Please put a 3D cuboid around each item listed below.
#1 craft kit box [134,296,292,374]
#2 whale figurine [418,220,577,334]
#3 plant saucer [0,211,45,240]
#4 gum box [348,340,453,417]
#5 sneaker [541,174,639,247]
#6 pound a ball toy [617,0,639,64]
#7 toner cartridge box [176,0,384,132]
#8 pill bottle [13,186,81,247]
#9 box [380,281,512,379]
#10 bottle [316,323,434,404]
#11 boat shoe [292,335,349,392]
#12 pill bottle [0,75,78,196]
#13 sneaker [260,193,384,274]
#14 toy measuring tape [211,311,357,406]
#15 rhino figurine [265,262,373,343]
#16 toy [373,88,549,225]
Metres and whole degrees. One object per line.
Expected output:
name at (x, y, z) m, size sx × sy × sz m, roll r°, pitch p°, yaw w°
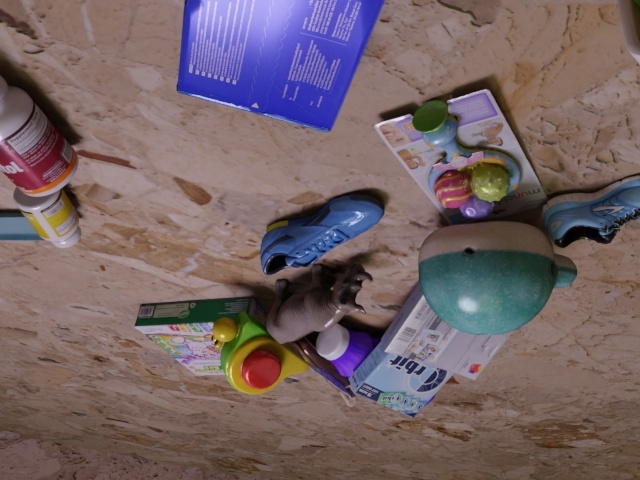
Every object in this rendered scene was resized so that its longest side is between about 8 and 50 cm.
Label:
craft kit box at (-0.199, 0.200, 1.261) m, size 0.250 × 0.061 × 0.246 m, roll -6°, pitch 147°, yaw 21°
whale figurine at (0.241, 0.070, 0.867) m, size 0.216 × 0.141 × 0.272 m, roll -5°, pitch 160°, yaw 26°
plant saucer at (-0.511, -0.024, 1.016) m, size 0.192 × 0.018 × 0.067 m, roll 1°, pitch 147°, yaw 13°
gum box at (0.168, 0.225, 1.143) m, size 0.157 × 0.041 × 0.184 m, roll 30°, pitch 107°, yaw -30°
sneaker at (0.360, -0.026, 0.770) m, size 0.162 × 0.073 × 0.063 m, roll -17°, pitch 140°, yaw 26°
pound a ball toy at (0.400, -0.158, 0.504) m, size 0.319 × 0.135 × 0.208 m, roll 30°, pitch 141°, yaw -31°
toner cartridge box at (-0.020, -0.245, 0.515) m, size 0.165 × 0.075 × 0.348 m, roll 15°, pitch 146°, yaw -9°
pill bottle at (-0.396, -0.039, 0.923) m, size 0.065 × 0.065 × 0.116 m, roll 5°, pitch 147°, yaw 5°
box at (0.218, 0.150, 1.052) m, size 0.186 × 0.038 × 0.145 m, roll 20°, pitch 117°, yaw -17°
bottle at (0.108, 0.246, 1.226) m, size 0.118 × 0.092 × 0.283 m, roll -29°, pitch 133°, yaw 32°
boat shoe at (0.014, 0.235, 1.262) m, size 0.073 × 0.073 × 0.207 m, roll -39°, pitch 140°, yaw 0°
pill bottle at (-0.371, -0.129, 0.760) m, size 0.086 × 0.086 × 0.152 m, roll -3°, pitch 145°, yaw 16°
sneaker at (0.000, 0.000, 0.885) m, size 0.209 × 0.082 × 0.069 m, roll -19°, pitch 137°, yaw 33°
toy measuring tape at (-0.075, 0.243, 1.127) m, size 0.121 × 0.121 × 0.330 m, roll -23°, pitch 129°, yaw 38°
rhino figurine at (-0.002, 0.100, 1.012) m, size 0.073 × 0.106 × 0.243 m, roll 31°, pitch 141°, yaw -32°
toy at (0.177, -0.073, 0.756) m, size 0.137 × 0.056 × 0.237 m, roll -13°, pitch 142°, yaw 30°
